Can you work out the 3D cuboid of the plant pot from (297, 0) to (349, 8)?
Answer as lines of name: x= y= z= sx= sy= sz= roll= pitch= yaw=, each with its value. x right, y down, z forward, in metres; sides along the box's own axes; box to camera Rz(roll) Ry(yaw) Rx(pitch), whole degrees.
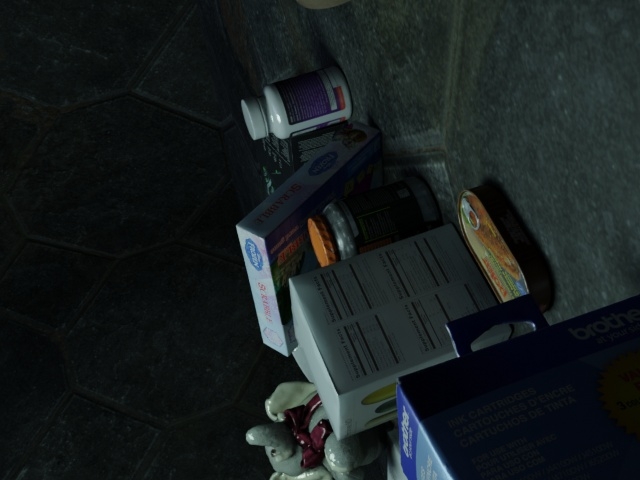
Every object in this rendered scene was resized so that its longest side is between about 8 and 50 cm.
plant pot: x=-0.009 y=-0.431 z=1.006 sx=0.229 sy=0.263 sz=0.263 roll=56 pitch=-179 yaw=-38

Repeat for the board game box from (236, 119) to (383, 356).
board game box: x=0.000 y=0.000 z=1.432 sx=0.066 sy=0.319 sz=0.317 roll=28 pitch=146 yaw=28

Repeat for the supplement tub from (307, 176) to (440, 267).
supplement tub: x=0.083 y=-0.022 z=1.265 sx=0.117 sy=0.191 sz=0.116 roll=162 pitch=90 yaw=-79

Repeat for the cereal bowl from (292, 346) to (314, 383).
cereal bowl: x=0.029 y=0.201 z=1.921 sx=0.338 sy=0.141 sz=0.339 roll=59 pitch=-166 yaw=-25

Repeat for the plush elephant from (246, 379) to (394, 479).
plush elephant: x=-0.018 y=0.364 z=1.526 sx=0.330 sy=0.256 sz=0.271 roll=47 pitch=-156 yaw=-56

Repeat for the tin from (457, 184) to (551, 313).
tin: x=0.230 y=0.014 z=1.007 sx=0.106 sy=0.040 sz=0.189 roll=96 pitch=154 yaw=-57

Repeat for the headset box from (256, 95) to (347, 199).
headset box: x=-0.037 y=-0.152 z=1.719 sx=0.246 sy=0.131 sz=0.282 roll=-130 pitch=29 yaw=-54

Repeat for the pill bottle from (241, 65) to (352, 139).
pill bottle: x=-0.047 y=-0.256 z=1.514 sx=0.108 sy=0.194 sz=0.108 roll=162 pitch=90 yaw=-79

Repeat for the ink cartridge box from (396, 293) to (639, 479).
ink cartridge box: x=0.237 y=0.211 z=0.669 sx=0.395 sy=0.270 sz=0.151 roll=-122 pitch=19 yaw=-49

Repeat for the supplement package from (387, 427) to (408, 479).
supplement package: x=0.230 y=0.475 z=1.492 sx=0.261 sy=0.145 sz=0.204 roll=85 pitch=162 yaw=-49

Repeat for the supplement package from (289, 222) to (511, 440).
supplement package: x=0.111 y=0.140 z=1.203 sx=0.199 sy=0.263 sz=0.198 roll=88 pitch=161 yaw=-58
